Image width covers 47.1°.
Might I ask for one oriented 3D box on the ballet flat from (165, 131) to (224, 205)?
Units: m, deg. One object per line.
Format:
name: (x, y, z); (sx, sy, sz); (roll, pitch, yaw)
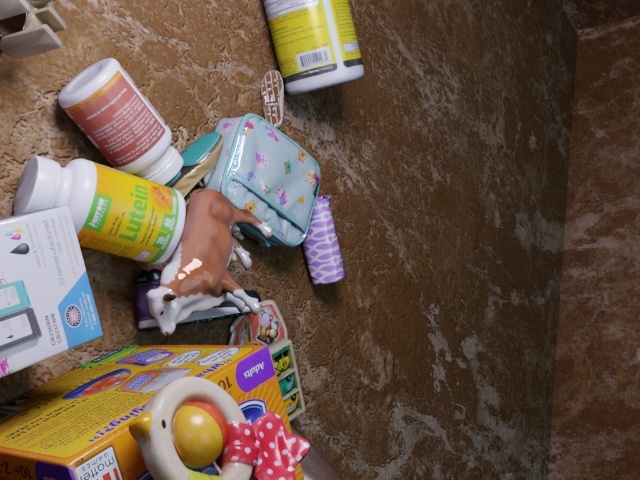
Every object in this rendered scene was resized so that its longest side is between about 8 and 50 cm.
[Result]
ballet flat: (-0.258, -0.117, 1.401); (0.232, 0.080, 0.073); (-49, 132, -32)

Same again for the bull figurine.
bull figurine: (-0.196, 0.043, 1.317); (0.188, 0.101, 0.311); (31, 48, -27)

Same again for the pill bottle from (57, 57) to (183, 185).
pill bottle: (-0.337, -0.193, 1.266); (0.216, 0.121, 0.121); (55, 47, -31)

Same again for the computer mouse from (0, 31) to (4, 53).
computer mouse: (-0.561, -0.220, 1.040); (0.188, 0.072, 0.272); (25, 54, -45)

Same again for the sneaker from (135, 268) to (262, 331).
sneaker: (-0.222, 0.093, 1.394); (0.283, 0.107, 0.124); (-3, 82, -51)

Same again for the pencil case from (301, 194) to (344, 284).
pencil case: (0.000, 0.000, 1.698); (0.088, 0.086, 0.206); (-37, 118, -73)

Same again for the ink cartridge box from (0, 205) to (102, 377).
ink cartridge box: (-0.482, 0.084, 0.991); (0.270, 0.197, 0.198); (-23, 103, -50)

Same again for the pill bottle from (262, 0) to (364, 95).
pill bottle: (-0.026, -0.506, 1.638); (0.188, 0.187, 0.334); (-26, 106, -50)

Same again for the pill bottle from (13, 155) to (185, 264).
pill bottle: (-0.358, -0.052, 1.197); (0.245, 0.136, 0.137); (18, 72, -36)

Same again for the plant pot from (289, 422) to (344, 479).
plant pot: (-0.054, 0.474, 1.404); (0.215, 0.230, 0.216); (-26, 125, -44)

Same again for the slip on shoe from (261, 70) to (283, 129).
slip on shoe: (-0.104, -0.310, 1.637); (0.041, 0.051, 0.136); (92, -9, -78)

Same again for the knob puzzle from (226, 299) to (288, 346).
knob puzzle: (-0.122, 0.217, 1.558); (0.213, 0.029, 0.213); (9, 79, -50)

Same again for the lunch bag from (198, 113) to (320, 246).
lunch bag: (-0.118, -0.113, 1.539); (0.279, 0.107, 0.224); (35, 59, -44)

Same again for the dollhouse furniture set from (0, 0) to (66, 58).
dollhouse furniture set: (-0.498, -0.418, 1.087); (0.242, 0.160, 0.212); (56, 29, -54)

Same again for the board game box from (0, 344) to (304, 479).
board game box: (-0.272, 0.385, 1.088); (0.356, 0.356, 0.357); (-25, 104, -49)

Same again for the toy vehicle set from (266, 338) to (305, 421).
toy vehicle set: (-0.145, 0.327, 1.480); (0.266, 0.035, 0.166); (-25, 109, -43)

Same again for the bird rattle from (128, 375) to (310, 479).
bird rattle: (-0.129, 0.261, 0.909); (0.253, 0.143, 0.207); (-33, 93, -51)
